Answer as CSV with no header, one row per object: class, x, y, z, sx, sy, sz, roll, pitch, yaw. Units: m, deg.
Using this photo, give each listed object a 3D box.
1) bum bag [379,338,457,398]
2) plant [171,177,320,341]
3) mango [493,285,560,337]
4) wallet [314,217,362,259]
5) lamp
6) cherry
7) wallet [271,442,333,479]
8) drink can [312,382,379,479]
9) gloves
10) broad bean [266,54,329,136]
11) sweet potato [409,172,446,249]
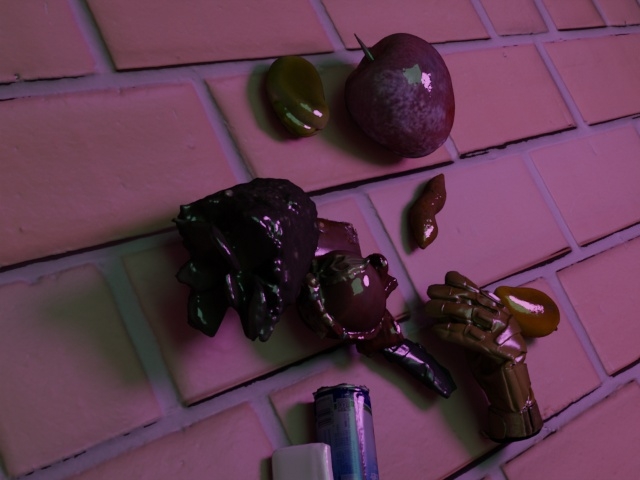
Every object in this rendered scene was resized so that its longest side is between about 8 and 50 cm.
bum bag,0.167,0.218,1.662,0.198,0.049,0.087,38,23,-15
plant,-0.123,0.022,1.426,0.276,0.188,0.199,-53,140,-57
mango,0.414,0.140,1.885,0.161,0.076,0.103,22,58,-24
wallet,0.000,0.000,1.665,0.176,0.026,0.095,8,59,-36
lamp,0.041,0.093,1.576,0.223,0.151,0.215,55,27,-47
cherry,0.156,-0.296,1.834,0.285,0.213,0.236,53,53,-14
wallet,-0.023,0.397,1.379,0.033,0.095,0.190,61,22,-62
drink can,0.043,0.348,1.450,0.097,0.097,0.235,13,57,-33
gloves,0.312,0.205,1.710,0.154,0.141,0.331,-11,78,-58
broad bean,-0.045,-0.270,1.755,0.124,0.082,0.174,3,54,-38
sweet potato,0.216,-0.067,1.860,0.065,0.051,0.218,33,48,-15
